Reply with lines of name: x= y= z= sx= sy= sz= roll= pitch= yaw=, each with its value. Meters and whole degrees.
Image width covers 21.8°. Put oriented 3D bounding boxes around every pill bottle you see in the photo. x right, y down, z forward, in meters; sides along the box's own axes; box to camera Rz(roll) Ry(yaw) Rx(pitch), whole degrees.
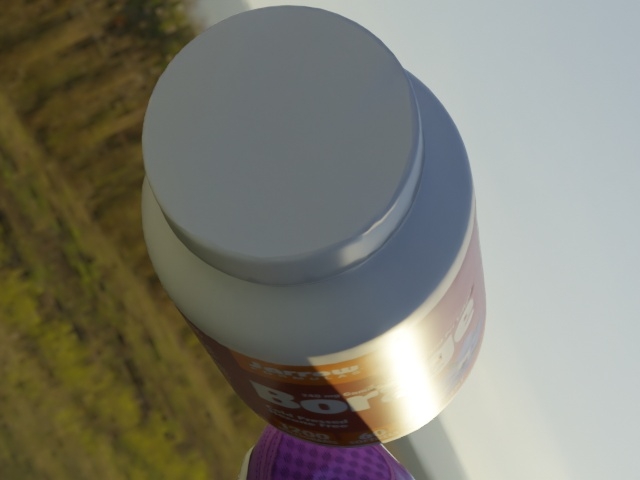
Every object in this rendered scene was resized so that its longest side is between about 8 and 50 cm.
pill bottle: x=0.000 y=0.000 z=0.633 sx=0.216 sy=0.121 sz=0.121 roll=68 pitch=-4 yaw=-69

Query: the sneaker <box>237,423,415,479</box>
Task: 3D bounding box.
sneaker: x=0.042 y=0.155 z=0.693 sx=0.236 sy=0.095 sz=0.104 roll=59 pitch=-27 yaw=33
